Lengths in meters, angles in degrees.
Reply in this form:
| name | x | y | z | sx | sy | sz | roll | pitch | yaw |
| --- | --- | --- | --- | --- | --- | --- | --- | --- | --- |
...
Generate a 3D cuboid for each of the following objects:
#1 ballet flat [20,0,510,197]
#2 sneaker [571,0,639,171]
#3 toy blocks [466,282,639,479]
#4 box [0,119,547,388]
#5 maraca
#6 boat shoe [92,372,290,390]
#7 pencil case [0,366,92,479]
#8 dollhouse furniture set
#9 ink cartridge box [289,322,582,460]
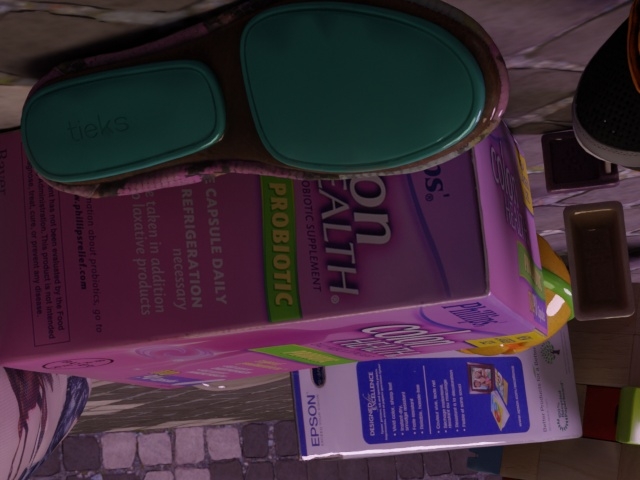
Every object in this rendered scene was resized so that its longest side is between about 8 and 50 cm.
| name | x | y | z | sx | sy | sz | roll | pitch | yaw |
| --- | --- | --- | --- | --- | --- | --- | --- | --- | --- |
| ballet flat | -0.020 | -0.059 | 0.547 | 0.222 | 0.076 | 0.079 | -7 | -172 | 30 |
| sneaker | 0.153 | -0.086 | 0.478 | 0.083 | 0.084 | 0.215 | 7 | 157 | -27 |
| toy blocks | 0.255 | 0.187 | 1.276 | 0.191 | 0.381 | 0.261 | 13 | 172 | -35 |
| box | -0.018 | 0.003 | 0.715 | 0.243 | 0.117 | 0.213 | -10 | 169 | 14 |
| maraca | 0.092 | 0.025 | 0.961 | 0.186 | 0.099 | 0.127 | 14 | 157 | 13 |
| boat shoe | -0.136 | 0.058 | 1.059 | 0.335 | 0.095 | 0.112 | -4 | 134 | -32 |
| pencil case | -0.236 | 0.082 | 0.695 | 0.183 | 0.160 | 0.410 | 37 | -178 | -1 |
| dollhouse furniture set | 0.166 | -0.020 | 0.718 | 0.091 | 0.114 | 0.081 | -6 | 165 | 11 |
| ink cartridge box | 0.079 | 0.090 | 1.093 | 0.333 | 0.165 | 0.065 | 5 | 166 | -43 |
